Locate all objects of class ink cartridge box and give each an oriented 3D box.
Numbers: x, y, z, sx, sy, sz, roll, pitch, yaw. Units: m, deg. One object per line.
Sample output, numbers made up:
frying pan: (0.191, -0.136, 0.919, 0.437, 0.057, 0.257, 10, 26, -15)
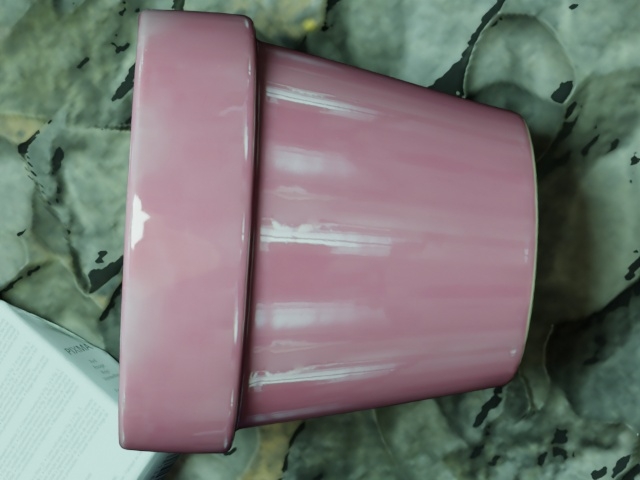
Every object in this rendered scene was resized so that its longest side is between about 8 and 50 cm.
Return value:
ink cartridge box: (-0.175, 0.102, 1.019, 0.179, 0.045, 0.145, 41, 110, 18)

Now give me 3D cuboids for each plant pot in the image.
plant pot: (0.000, 0.000, 0.879, 0.180, 0.201, 0.201, 4, 105, -5)
